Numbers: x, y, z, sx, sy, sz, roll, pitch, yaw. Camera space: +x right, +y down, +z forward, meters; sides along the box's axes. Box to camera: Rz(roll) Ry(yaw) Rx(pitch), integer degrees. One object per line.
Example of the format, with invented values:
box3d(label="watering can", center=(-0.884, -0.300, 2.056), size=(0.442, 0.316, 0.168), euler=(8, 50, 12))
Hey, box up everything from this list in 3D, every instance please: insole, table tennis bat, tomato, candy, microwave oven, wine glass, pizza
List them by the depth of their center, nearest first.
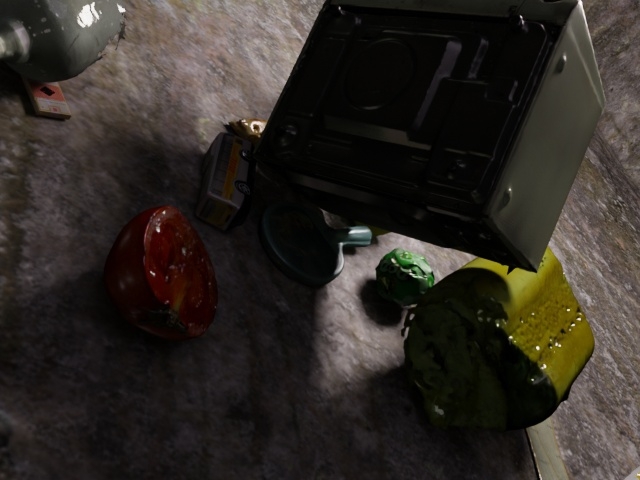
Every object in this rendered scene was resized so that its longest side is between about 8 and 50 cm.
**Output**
box3d(label="tomato", center=(-0.185, 0.043, 0.796), size=(0.159, 0.091, 0.139), euler=(55, 28, -46))
box3d(label="wine glass", center=(-0.357, -0.241, 0.843), size=(0.143, 0.143, 0.321), euler=(44, 35, -5))
box3d(label="microwave oven", center=(0.149, -0.176, 1.025), size=(0.394, 0.333, 0.247), euler=(17, -13, 37))
box3d(label="table tennis bat", center=(0.000, 0.000, 1.120), size=(0.237, 0.038, 0.149), euler=(-5, 57, -49))
box3d(label="pizza", center=(-0.075, -0.176, 1.226), size=(0.176, 0.036, 0.185), euler=(31, 34, -24))
box3d(label="insole", center=(0.372, 0.316, 1.233), size=(0.119, 0.009, 0.348), euler=(29, 35, -28))
box3d(label="candy", center=(0.210, 0.094, 1.240), size=(0.323, 0.097, 0.097), euler=(24, 37, -45))

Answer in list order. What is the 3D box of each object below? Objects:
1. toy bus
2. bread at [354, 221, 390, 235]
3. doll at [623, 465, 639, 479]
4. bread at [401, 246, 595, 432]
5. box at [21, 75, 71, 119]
box3d(label="toy bus", center=(-0.135, -0.089, 1.036), size=(0.072, 0.057, 0.172), euler=(24, 36, -20))
box3d(label="bread", center=(0.106, -0.074, 1.257), size=(0.129, 0.111, 0.114), euler=(-8, 51, -19))
box3d(label="doll", center=(0.485, 0.451, 1.133), size=(0.316, 0.103, 0.145), euler=(2, 57, -43))
box3d(label="bread", center=(0.283, 0.145, 1.121), size=(0.376, 0.208, 0.251), euler=(-20, 88, -54))
box3d(label="box", center=(-0.356, -0.192, 0.926), size=(0.046, 0.012, 0.083), euler=(1, 52, -50))
